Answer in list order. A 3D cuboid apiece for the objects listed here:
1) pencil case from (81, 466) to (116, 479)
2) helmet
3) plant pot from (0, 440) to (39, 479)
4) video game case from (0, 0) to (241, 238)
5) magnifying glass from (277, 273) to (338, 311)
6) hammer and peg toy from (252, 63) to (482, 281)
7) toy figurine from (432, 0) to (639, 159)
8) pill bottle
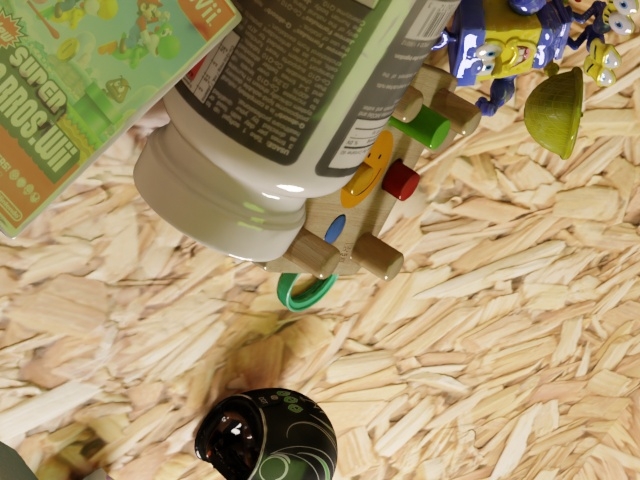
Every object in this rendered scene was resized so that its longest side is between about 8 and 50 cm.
[{"bbox_3d":[-0.315,0.390,2.311,0.273,0.113,0.124,-39,130,-13],"label":"pencil case"},{"bbox_3d":[-0.058,0.268,2.469,0.161,0.169,0.169,18,113,-43],"label":"helmet"},{"bbox_3d":[-0.401,0.302,1.942,0.247,0.248,0.252,-43,140,-5],"label":"plant pot"},{"bbox_3d":[-0.221,-0.165,1.671,0.285,0.025,0.204,-45,126,-10],"label":"video game case"},{"bbox_3d":[0.000,0.000,2.335,0.092,0.026,0.231,-27,147,-33],"label":"magnifying glass"},{"bbox_3d":[0.061,-0.070,2.142,0.266,0.127,0.361,-62,159,9],"label":"hammer and peg toy"},{"bbox_3d":[0.207,-0.239,2.242,0.217,0.191,0.362,-6,150,-9],"label":"toy figurine"},{"bbox_3d":[-0.022,-0.172,1.858,0.210,0.210,0.363,-3,131,-54],"label":"pill bottle"}]
